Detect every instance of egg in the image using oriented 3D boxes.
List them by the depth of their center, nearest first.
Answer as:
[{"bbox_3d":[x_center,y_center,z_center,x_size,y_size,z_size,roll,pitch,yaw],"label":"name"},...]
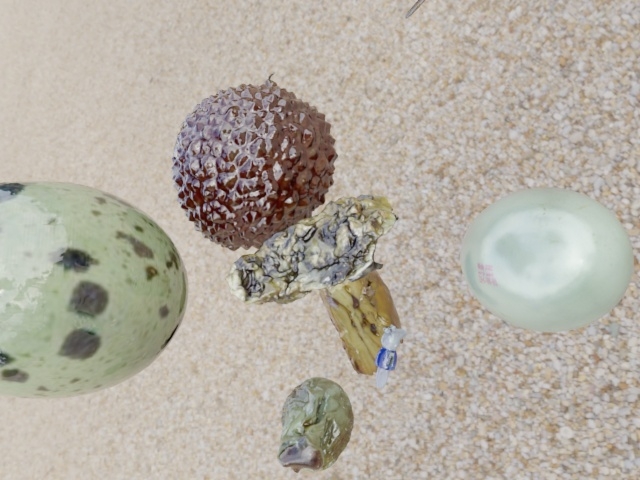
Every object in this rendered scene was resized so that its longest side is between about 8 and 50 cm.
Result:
[{"bbox_3d":[-0.361,0.061,0.777,0.287,0.379,0.288,-21,60,42],"label":"egg"},{"bbox_3d":[0.351,0.030,0.966,0.371,0.229,0.230,168,116,-84],"label":"egg"}]

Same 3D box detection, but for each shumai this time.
[{"bbox_3d":[-0.027,0.505,1.644,0.222,0.204,0.272,-14,60,11],"label":"shumai"}]

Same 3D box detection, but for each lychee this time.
[{"bbox_3d":[-0.104,-0.127,0.950,0.264,0.264,0.300,-8,63,50],"label":"lychee"}]

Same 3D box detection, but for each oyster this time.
[{"bbox_3d":[0.000,0.000,0.771,0.214,0.083,0.223,-23,17,16],"label":"oyster"}]

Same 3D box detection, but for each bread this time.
[{"bbox_3d":[0.092,0.148,1.488,0.167,0.325,0.277,-24,27,-4],"label":"bread"}]

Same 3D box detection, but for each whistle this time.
[{"bbox_3d":[0.089,0.151,0.764,0.029,0.033,0.083,-150,74,-75],"label":"whistle"}]

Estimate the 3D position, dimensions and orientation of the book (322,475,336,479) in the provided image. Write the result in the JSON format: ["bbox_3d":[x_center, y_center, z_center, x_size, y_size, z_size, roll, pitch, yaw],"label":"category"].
[{"bbox_3d":[-0.042,0.257,0.501,0.118,0.172,0.012,-29,83,1],"label":"book"}]

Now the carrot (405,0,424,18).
[{"bbox_3d":[0.069,-0.315,0.471,0.214,0.193,0.331,-38,37,-10],"label":"carrot"}]
